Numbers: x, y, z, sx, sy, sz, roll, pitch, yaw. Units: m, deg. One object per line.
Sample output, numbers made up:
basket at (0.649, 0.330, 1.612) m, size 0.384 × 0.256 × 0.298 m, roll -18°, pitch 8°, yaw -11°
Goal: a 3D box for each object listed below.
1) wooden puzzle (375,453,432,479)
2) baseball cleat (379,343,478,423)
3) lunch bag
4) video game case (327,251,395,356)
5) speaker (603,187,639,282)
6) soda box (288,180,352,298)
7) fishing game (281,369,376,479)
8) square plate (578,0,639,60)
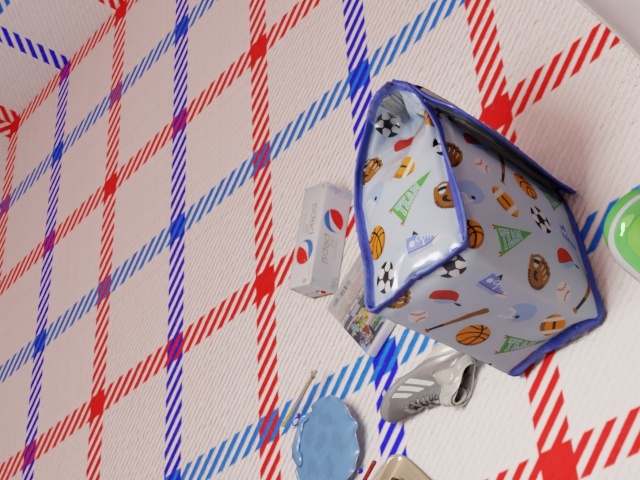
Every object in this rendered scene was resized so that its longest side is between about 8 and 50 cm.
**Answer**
wooden puzzle at (0.125, 0.479, 1.935) m, size 0.239 × 0.044 × 0.221 m, roll 34°, pitch 97°, yaw 56°
baseball cleat at (0.174, 0.247, 1.987) m, size 0.206 × 0.072 × 0.109 m, roll -53°, pitch 42°, yaw 26°
lunch bag at (0.228, -0.042, 1.853) m, size 0.239 × 0.328 × 0.385 m, roll -37°, pitch 41°, yaw 30°
video game case at (0.104, 0.085, 2.228) m, size 0.201 × 0.023 × 0.183 m, roll -59°, pitch 34°, yaw 10°
speaker at (0.498, 0.040, 1.608) m, size 0.131 × 0.131 × 0.296 m, roll -58°, pitch 34°, yaw 14°
soda box at (0.000, 0.000, 2.384) m, size 0.074 × 0.069 × 0.216 m, roll -17°, pitch 56°, yaw 50°
fishing game at (0.015, 0.369, 2.169) m, size 0.264 × 0.041 × 0.189 m, roll 48°, pitch 118°, yaw 49°
square plate at (0.564, -0.454, 1.885) m, size 0.344 × 0.049 × 0.347 m, roll -52°, pitch 36°, yaw 20°
